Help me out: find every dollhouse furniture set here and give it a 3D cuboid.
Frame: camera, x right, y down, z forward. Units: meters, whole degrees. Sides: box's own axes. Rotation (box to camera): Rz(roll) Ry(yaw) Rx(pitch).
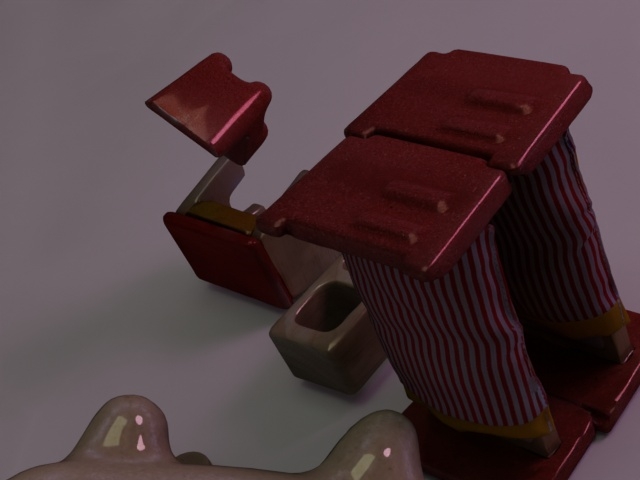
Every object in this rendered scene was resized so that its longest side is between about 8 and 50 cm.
[{"bbox_3d":[0.000,0.000,0.829,0.374,0.201,0.152,16,53,44],"label":"dollhouse furniture set"}]

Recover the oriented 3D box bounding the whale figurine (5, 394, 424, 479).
[{"bbox_3d":[-0.064,0.183,0.701,0.272,0.141,0.216,-21,74,-17],"label":"whale figurine"}]

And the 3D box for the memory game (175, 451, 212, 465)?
[{"bbox_3d":[-0.128,0.196,0.826,0.186,0.012,0.186,-18,36,13],"label":"memory game"}]
